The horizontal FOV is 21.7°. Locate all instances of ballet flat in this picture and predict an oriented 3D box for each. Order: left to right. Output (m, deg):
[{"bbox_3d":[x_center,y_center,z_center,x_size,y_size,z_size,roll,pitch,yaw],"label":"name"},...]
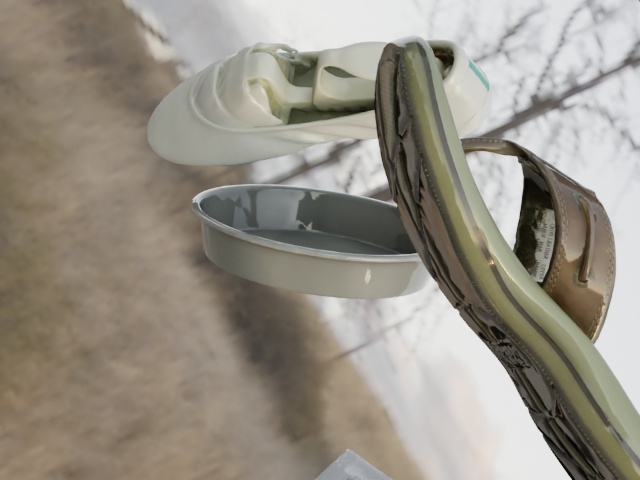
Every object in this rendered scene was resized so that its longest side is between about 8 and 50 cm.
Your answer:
[{"bbox_3d":[-0.013,-0.170,1.849,0.139,0.400,0.139,-3,90,-77],"label":"ballet flat"}]

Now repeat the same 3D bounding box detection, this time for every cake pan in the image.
[{"bbox_3d":[0.000,0.000,1.835,0.293,0.293,0.054,-130,-134,-68],"label":"cake pan"}]

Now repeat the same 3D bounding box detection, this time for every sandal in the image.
[{"bbox_3d":[0.120,0.021,0.880,0.303,0.086,0.120,57,-6,-7],"label":"sandal"}]

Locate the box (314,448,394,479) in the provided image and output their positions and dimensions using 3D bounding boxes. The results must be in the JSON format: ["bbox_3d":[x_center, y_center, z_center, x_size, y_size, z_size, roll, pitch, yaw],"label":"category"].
[{"bbox_3d":[0.119,0.346,1.444,0.232,0.058,0.322,29,-29,39],"label":"box"}]
